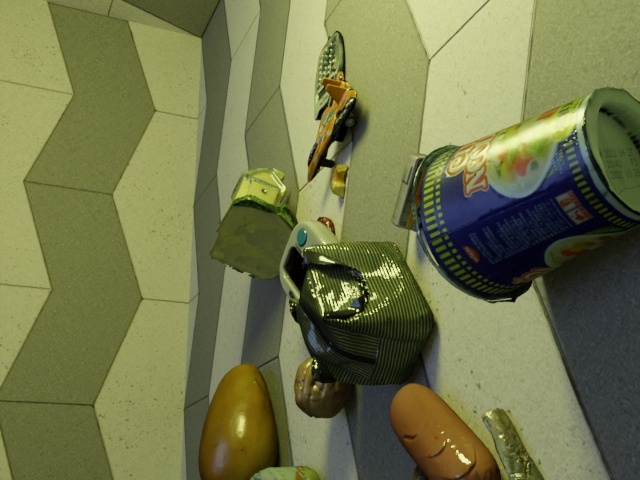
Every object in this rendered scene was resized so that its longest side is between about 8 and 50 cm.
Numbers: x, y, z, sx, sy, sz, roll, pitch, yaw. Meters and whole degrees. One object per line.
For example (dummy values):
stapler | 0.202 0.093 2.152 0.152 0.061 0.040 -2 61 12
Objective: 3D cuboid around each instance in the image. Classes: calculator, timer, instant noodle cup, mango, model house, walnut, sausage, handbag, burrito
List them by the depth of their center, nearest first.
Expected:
instant noodle cup | 0.341 -0.074 1.144 0.312 0.284 0.284 -29 56 52
burrito | 0.321 0.353 1.282 0.171 0.051 0.042 -107 26 -46
sausage | 0.228 0.382 1.403 0.304 0.121 0.121 -134 55 -63
handbag | 0.075 0.157 1.699 0.341 0.240 0.247 -112 33 -48
walnut | 0.008 0.367 1.917 0.166 0.149 0.167 -18 54 28
timer | -0.012 0.086 2.078 0.262 0.087 0.237 52 132 42
calculator | 0.024 -0.504 2.294 0.177 0.040 0.268 143 131 -59
mango | -0.253 0.592 2.351 0.300 0.232 0.446 118 157 -47
model house | -0.182 -0.072 2.452 0.266 0.261 0.321 -77 14 -47

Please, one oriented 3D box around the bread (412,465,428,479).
bread | 0.214 0.476 1.460 0.060 0.082 0.113 119 153 -46

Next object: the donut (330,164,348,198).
donut | 0.052 -0.168 2.116 0.067 0.037 0.083 -109 33 -53

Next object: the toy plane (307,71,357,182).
toy plane | 0.031 -0.301 2.148 0.204 0.103 0.316 -114 31 -55

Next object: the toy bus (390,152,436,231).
toy bus | 0.210 -0.108 1.678 0.057 0.072 0.172 -134 56 -67

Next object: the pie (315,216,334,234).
pie | 0.000 0.000 2.188 0.154 0.036 0.155 -171 90 -66

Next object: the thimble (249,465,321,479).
thimble | -0.091 0.727 1.989 0.288 0.167 0.254 -116 41 -52
